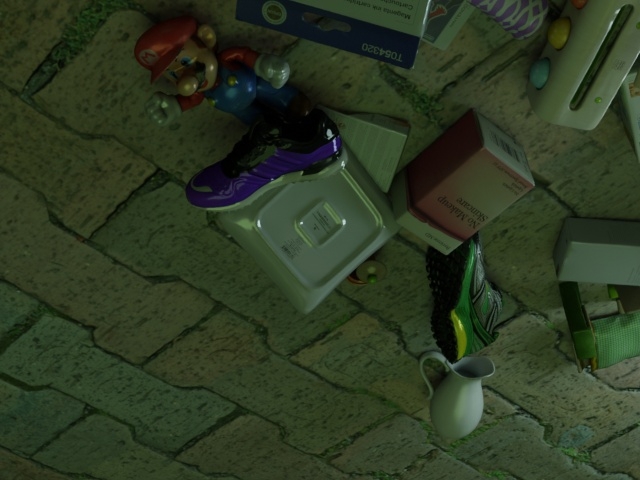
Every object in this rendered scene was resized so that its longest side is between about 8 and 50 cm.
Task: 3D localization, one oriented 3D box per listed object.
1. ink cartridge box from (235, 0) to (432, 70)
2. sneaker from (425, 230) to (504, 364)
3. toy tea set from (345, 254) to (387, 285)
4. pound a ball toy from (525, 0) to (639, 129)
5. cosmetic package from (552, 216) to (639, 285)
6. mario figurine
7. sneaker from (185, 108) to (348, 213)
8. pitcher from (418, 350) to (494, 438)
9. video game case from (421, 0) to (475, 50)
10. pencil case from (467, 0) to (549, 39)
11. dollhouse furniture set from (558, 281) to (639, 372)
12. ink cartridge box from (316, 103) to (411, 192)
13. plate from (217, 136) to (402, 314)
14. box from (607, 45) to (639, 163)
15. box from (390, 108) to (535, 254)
[{"bbox_3d":[0.023,-0.433,1.378,0.323,0.071,0.330,17,131,6],"label":"ink cartridge box"},{"bbox_3d":[0.315,0.100,1.907,0.146,0.134,0.344,-20,130,-17],"label":"sneaker"},{"bbox_3d":[0.000,0.000,1.786,0.335,0.124,0.200,21,128,-19],"label":"toy tea set"},{"bbox_3d":[0.451,-0.327,1.447,0.135,0.208,0.319,10,132,-11],"label":"pound a ball toy"},{"bbox_3d":[0.611,0.025,1.848,0.230,0.086,0.117,6,132,0],"label":"cosmetic package"},{"bbox_3d":[-0.173,-0.251,1.519,0.320,0.170,0.198,26,92,-32],"label":"mario figurine"},{"bbox_3d":[-0.107,-0.154,1.540,0.293,0.102,0.146,-20,140,-1],"label":"sneaker"},{"bbox_3d":[0.309,0.365,2.142,0.177,0.125,0.207,16,122,11],"label":"pitcher"},{"bbox_3d":[0.173,-0.428,1.473,0.201,0.023,0.183,22,128,-20],"label":"video game case"},{"bbox_3d":[0.269,-0.401,1.431,0.206,0.086,0.088,28,160,-23],"label":"pencil case"},{"bbox_3d":[0.663,0.222,1.986,0.197,0.151,0.302,-15,131,12],"label":"dollhouse furniture set"},{"bbox_3d":[0.067,-0.181,1.695,0.179,0.045,0.145,21,131,4],"label":"ink cartridge box"},{"bbox_3d":[-0.006,-0.036,1.668,0.278,0.045,0.277,-42,114,-5],"label":"plate"},{"bbox_3d":[0.593,-0.255,1.585,0.114,0.103,0.203,-16,130,13],"label":"box"},{"bbox_3d":[0.264,-0.108,1.694,0.148,0.127,0.232,31,124,-27],"label":"box"}]
